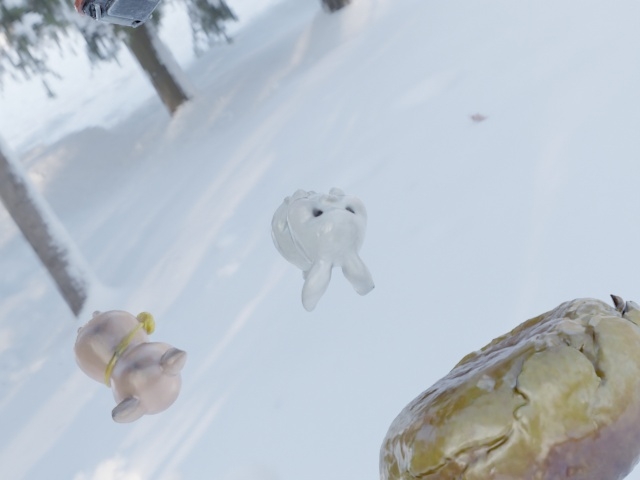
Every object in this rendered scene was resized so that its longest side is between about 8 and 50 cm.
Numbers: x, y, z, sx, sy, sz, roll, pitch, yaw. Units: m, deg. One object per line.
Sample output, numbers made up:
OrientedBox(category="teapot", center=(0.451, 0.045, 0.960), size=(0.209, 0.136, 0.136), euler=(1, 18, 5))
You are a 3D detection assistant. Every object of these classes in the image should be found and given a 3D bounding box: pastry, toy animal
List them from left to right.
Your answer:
OrientedBox(category="toy animal", center=(-0.348, 0.214, 1.808), size=(0.248, 0.149, 0.165), euler=(33, 90, 34))
OrientedBox(category="toy animal", center=(0.001, 0.005, 1.575), size=(0.127, 0.179, 0.193), euler=(-7, 17, -21))
OrientedBox(category="pastry", center=(0.216, 0.191, 1.086), size=(0.356, 0.164, 0.356), euler=(-33, 1, 1))

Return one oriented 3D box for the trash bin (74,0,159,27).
OrientedBox(category="trash bin", center=(-0.339, -0.478, 1.568), size=(0.184, 0.239, 0.161), euler=(-46, -15, 23))
